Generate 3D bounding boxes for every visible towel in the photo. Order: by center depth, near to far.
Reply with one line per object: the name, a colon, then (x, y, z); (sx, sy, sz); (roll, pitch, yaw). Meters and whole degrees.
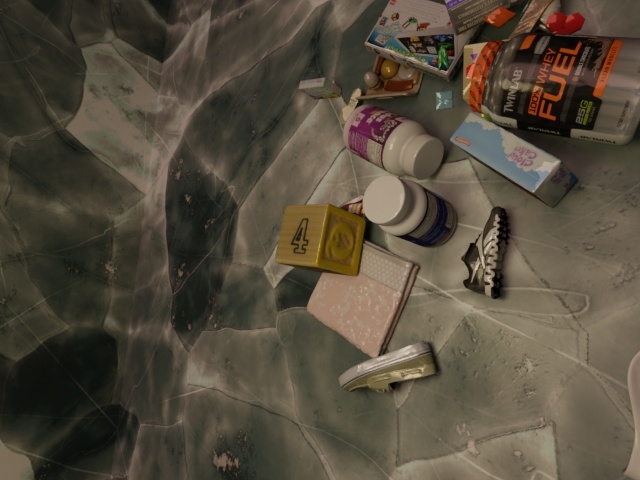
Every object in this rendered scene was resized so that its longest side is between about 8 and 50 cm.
towel: (0.119, 0.158, 1.291); (0.332, 0.053, 0.316); (27, 98, 45)

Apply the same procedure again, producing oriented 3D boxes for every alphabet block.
alphabet block: (0.000, 0.000, 1.286); (0.197, 0.192, 0.193); (3, 81, 44)

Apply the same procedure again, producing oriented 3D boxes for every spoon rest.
spoon rest: (0.627, 0.324, 0.744); (0.137, 0.084, 0.276); (19, 92, 44)

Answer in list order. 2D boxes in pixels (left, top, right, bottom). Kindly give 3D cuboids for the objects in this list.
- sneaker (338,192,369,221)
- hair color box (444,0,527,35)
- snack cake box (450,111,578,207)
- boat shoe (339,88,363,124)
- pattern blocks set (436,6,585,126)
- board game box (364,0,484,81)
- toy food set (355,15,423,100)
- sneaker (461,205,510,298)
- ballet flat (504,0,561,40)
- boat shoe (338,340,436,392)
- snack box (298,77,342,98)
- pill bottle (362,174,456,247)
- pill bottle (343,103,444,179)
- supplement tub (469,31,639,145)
sneaker: (0.123, -0.092, 1.343); (0.186, 0.070, 0.083); (-31, 54, 35)
hair color box: (0.426, -0.731, 1.121); (0.185, 0.110, 0.338); (-18, 49, 25)
snack cake box: (0.466, -0.199, 0.993); (0.089, 0.152, 0.264); (-55, 49, 18)
boat shoe: (0.115, -0.484, 1.479); (0.049, 0.043, 0.137); (32, 104, 18)
pattern blocks set: (0.464, -0.438, 1.045); (0.325, 0.026, 0.285); (11, 113, 21)
board game box: (0.313, -0.632, 1.250); (0.305, 0.053, 0.193); (34, 95, 24)
toy food set: (0.244, -0.619, 1.360); (0.220, 0.092, 0.305); (14, 89, 45)
sneaker: (0.412, 0.026, 1.033); (0.106, 0.078, 0.234); (6, 84, 41)
ballet flat: (0.551, -0.537, 1.060); (0.106, 0.108, 0.316); (39, 112, 22)
boat shoe: (0.179, 0.375, 1.137); (0.302, 0.109, 0.094); (-34, 59, 29)
snack box: (-0.002, -0.588, 1.576); (0.141, 0.100, 0.037); (14, 88, 45)
pill bottle: (0.241, -0.077, 1.091); (0.153, 0.265, 0.153); (-14, 69, 40)
pill bottle: (0.219, -0.299, 1.240); (0.301, 0.169, 0.169); (39, 106, 42)
supplement tub: (0.525, -0.341, 0.896); (0.338, 0.207, 0.207); (21, 94, 31)
